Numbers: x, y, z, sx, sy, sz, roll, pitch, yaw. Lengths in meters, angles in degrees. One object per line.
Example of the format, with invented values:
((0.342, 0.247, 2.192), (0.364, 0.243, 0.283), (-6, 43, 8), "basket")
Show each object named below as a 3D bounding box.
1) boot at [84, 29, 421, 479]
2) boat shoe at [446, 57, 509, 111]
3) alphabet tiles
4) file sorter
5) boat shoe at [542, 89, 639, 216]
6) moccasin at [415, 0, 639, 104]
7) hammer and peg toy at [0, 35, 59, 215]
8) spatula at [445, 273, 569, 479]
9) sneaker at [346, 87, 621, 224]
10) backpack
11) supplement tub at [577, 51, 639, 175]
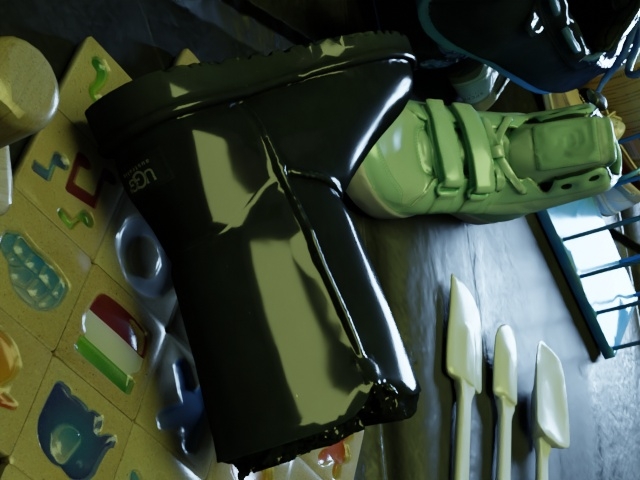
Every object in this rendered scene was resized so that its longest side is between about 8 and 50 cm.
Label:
((0.000, 0.000, 0.659), (0.246, 0.094, 0.207), (-21, 89, -51), "boot")
((0.146, -0.152, 1.027), (0.135, 0.050, 0.045), (-50, 123, -45), "boat shoe")
((-0.066, 0.066, 0.630), (0.285, 0.011, 0.343), (48, 39, -33), "alphabet tiles")
((0.289, 0.000, 1.109), (0.170, 0.104, 0.118), (63, 34, -14), "file sorter")
((0.273, -0.102, 1.177), (0.170, 0.059, 0.063), (55, 36, -25), "boat shoe")
((0.188, -0.169, 0.880), (0.342, 0.116, 0.138), (-14, 96, -58), "moccasin")
((-0.248, -0.149, 0.353), (0.361, 0.127, 0.266), (11, 66, -54), "hammer and peg toy")
((0.140, 0.163, 0.884), (0.168, 0.019, 0.242), (40, 44, -41), "spatula")
((0.121, -0.072, 0.849), (0.256, 0.151, 0.094), (6, 71, -54), "sneaker")
((0.094, -0.188, 0.928), (0.114, 0.084, 0.105), (-22, 96, -62), "backpack")
((0.334, -0.167, 1.221), (0.200, 0.144, 0.144), (58, 35, -20), "supplement tub")
